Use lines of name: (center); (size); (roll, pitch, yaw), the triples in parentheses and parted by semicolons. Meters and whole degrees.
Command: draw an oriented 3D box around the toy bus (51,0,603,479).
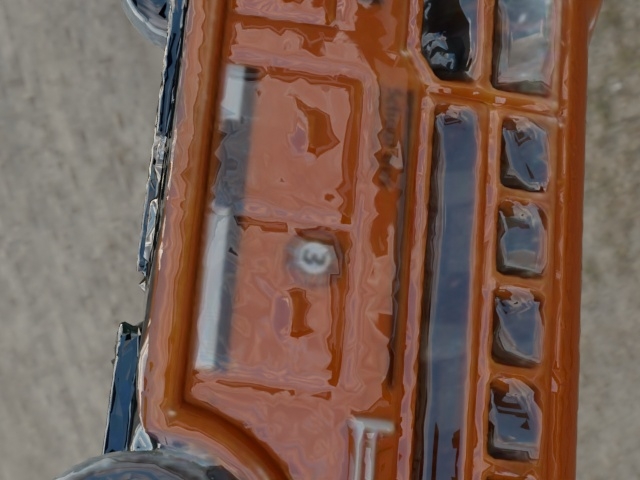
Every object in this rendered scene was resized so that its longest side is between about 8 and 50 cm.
toy bus: (0.000, 0.000, 0.461); (0.143, 0.153, 0.329); (114, 161, -69)
